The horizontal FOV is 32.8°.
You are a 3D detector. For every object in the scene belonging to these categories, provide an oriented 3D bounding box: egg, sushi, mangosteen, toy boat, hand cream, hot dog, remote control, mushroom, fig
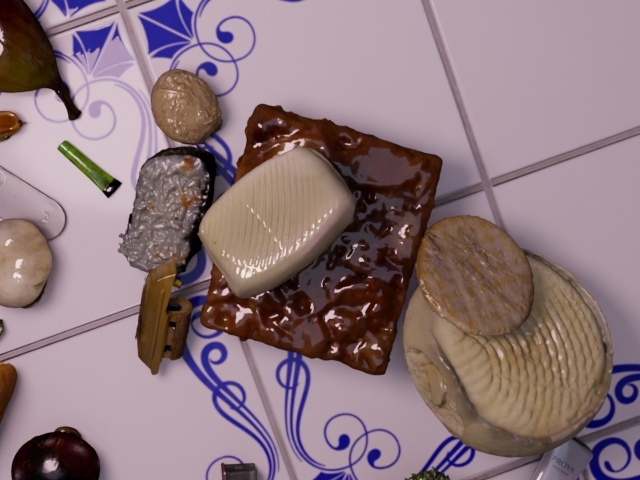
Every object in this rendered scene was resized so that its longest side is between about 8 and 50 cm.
[{"bbox_3d":[-0.226,-0.223,1.832,0.118,0.116,0.140,-44,125,-20],"label":"egg"},{"bbox_3d":[-0.251,-0.053,1.842,0.136,0.126,0.225,19,96,-5],"label":"sushi"},{"bbox_3d":[-0.454,0.387,1.871,0.152,0.152,0.153,0,95,-3],"label":"mangosteen"},{"bbox_3d":[-0.263,0.131,1.841,0.088,0.068,0.226,5,127,-15],"label":"toy boat"},{"bbox_3d":[0.396,0.465,1.963,0.079,0.048,0.255,32,92,-4],"label":"hand cream"},{"bbox_3d":[-0.401,-0.125,1.877,0.122,0.023,0.036,41,81,-7],"label":"hand cream"},{"bbox_3d":[-0.568,-0.193,1.857,0.133,0.041,0.056,-5,95,5],"label":"hot dog"},{"bbox_3d":[-0.549,-0.084,1.874,0.245,0.022,0.077,33,94,-5],"label":"remote control"},{"bbox_3d":[-0.514,0.039,1.844,0.154,0.122,0.154,0,89,35],"label":"mushroom"},{"bbox_3d":[-0.505,-0.298,1.810,0.274,0.145,0.170,41,98,-23],"label":"fig"}]

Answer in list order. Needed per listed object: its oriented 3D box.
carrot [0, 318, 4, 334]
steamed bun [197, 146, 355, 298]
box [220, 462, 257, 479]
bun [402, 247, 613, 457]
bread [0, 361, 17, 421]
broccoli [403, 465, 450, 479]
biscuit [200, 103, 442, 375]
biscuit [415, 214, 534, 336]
[{"bbox_3d":[-0.654,0.210,1.888,0.254,0.049,0.049,-35,96,5],"label":"carrot"},{"bbox_3d":[-0.062,-0.022,1.686,0.238,0.152,0.170,-38,69,-4],"label":"steamed bun"},{"bbox_3d":[-0.143,0.439,1.928,0.063,0.060,0.085,-3,95,-11],"label":"box"},{"bbox_3d":[0.300,0.194,1.845,0.364,0.202,0.364,8,66,-18],"label":"bun"},{"bbox_3d":[-0.606,0.308,1.831,0.121,0.174,0.246,29,93,-9],"label":"bread"},{"bbox_3d":[0.189,0.582,1.820,0.221,0.361,0.252,13,127,-21],"label":"broccoli"},{"bbox_3d":[0.000,0.000,1.838,0.342,0.166,0.395,17,94,0],"label":"biscuit"},{"bbox_3d":[0.251,0.056,1.755,0.219,0.033,0.220,9,60,-16],"label":"biscuit"}]
